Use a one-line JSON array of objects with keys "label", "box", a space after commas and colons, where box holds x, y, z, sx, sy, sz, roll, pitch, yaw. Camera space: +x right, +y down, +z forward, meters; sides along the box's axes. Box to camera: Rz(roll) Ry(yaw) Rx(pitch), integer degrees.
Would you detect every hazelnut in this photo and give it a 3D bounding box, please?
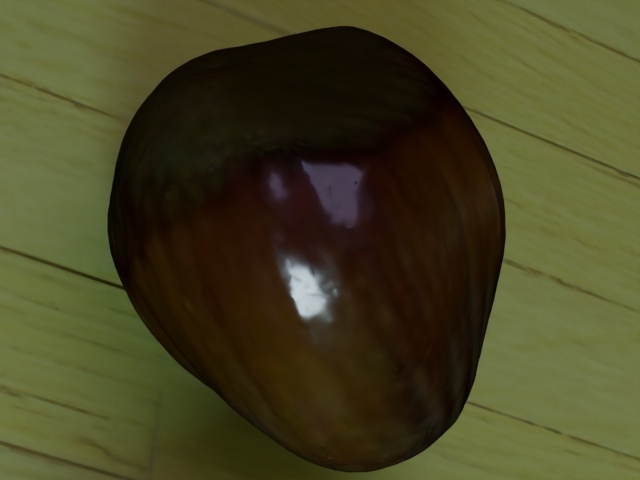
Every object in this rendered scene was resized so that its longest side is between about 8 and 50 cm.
[{"label": "hazelnut", "box": [-0.008, 0.004, 0.795, 0.186, 0.210, 0.210, 14, 50, 5]}]
